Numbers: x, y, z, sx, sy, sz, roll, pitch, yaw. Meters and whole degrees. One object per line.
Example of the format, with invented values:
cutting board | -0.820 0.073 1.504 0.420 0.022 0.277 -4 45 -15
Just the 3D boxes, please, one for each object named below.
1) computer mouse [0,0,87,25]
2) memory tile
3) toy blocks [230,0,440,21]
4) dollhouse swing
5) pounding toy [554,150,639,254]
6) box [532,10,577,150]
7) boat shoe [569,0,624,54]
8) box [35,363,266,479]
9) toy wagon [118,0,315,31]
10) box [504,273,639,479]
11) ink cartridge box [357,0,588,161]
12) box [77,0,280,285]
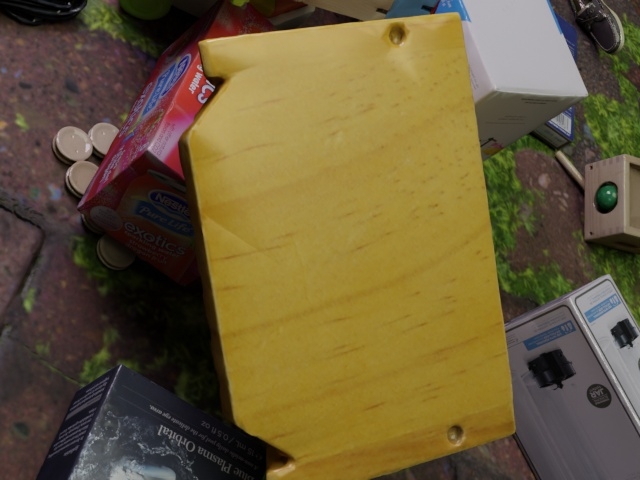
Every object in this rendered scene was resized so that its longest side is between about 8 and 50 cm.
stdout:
computer mouse | -0.329 -0.344 0.991 0.188 0.072 0.272 -6 71 -39
memory tile | -0.185 -0.046 0.987 0.113 0.012 0.148 -15 78 -43
toy blocks | -0.025 -0.343 1.041 0.261 0.190 0.381 7 37 -36
dollhouse swing | 0.000 0.000 0.932 0.315 0.305 0.346 -11 96 -24
pounding toy | 0.407 -0.058 1.422 0.141 0.100 0.130 12 75 -31
box | 0.306 -0.250 1.470 0.136 0.036 0.225 30 53 -24
boat shoe | 0.420 -0.354 1.609 0.049 0.056 0.152 -5 61 -35
box | -0.143 0.211 0.829 0.156 0.093 0.158 34 51 -20
toy wagon | -0.155 -0.353 1.136 0.344 0.068 0.267 22 55 -28
box | 0.307 0.204 1.140 0.087 0.169 0.290 -22 83 -43
ink cartridge box | 0.138 -0.181 1.165 0.168 0.233 0.171 -5 70 -42
box | -0.108 -0.103 0.986 0.128 0.123 0.257 39 43 -22
